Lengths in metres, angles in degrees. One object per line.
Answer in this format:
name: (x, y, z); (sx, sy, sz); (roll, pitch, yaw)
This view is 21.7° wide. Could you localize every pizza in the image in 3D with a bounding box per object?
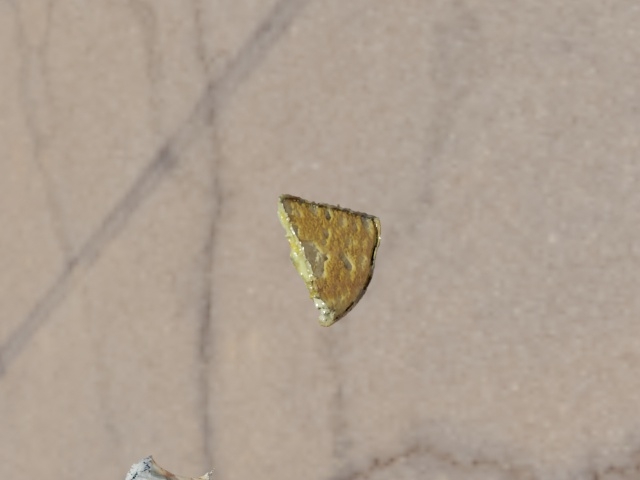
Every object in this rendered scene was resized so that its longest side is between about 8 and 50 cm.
pizza: (0.000, 0.000, 1.305); (0.026, 0.108, 0.123); (-23, 28, 40)

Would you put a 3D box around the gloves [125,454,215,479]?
gloves: (-0.144, 0.285, 1.612); (0.153, 0.114, 0.070); (-94, 25, -56)
